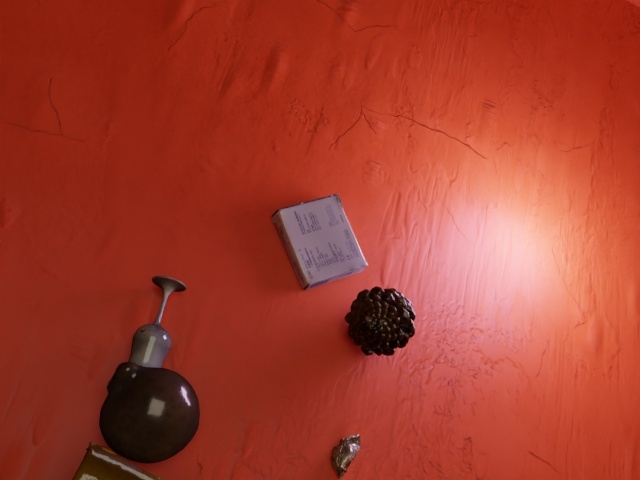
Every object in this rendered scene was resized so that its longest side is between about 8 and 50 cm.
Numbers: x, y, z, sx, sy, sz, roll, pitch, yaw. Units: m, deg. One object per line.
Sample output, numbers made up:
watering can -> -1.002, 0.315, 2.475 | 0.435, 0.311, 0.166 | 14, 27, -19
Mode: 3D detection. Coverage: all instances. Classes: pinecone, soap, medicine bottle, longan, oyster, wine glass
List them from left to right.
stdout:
soap -> -0.303, 0.473, 1.106 | 0.281, 0.259, 0.143 | 25, 59, -6
longan -> -0.328, 0.320, 1.208 | 0.184, 0.159, 0.205 | -26, 104, -10
wine glass -> -0.338, 0.177, 1.318 | 0.079, 0.079, 0.196 | 17, 63, -12
medicine bottle -> 0.000, 0.000, 1.524 | 0.171, 0.052, 0.201 | -18, 76, -25
oyster -> 0.054, 0.460, 1.373 | 0.083, 0.038, 0.081 | -11, 98, -51
pinecone -> 0.143, 0.179, 1.448 | 0.173, 0.173, 0.174 | 7, 66, -16
